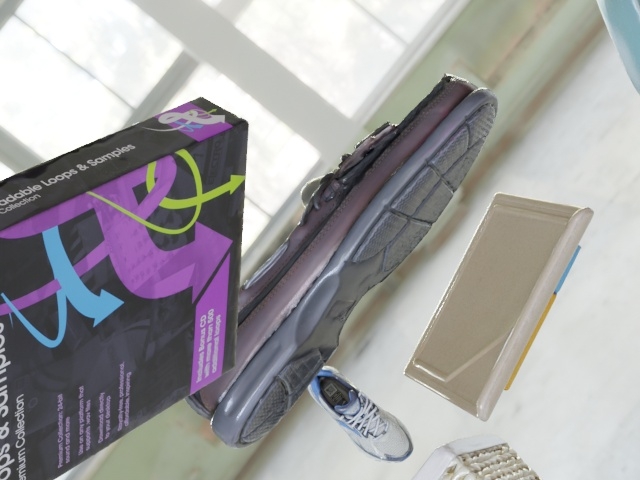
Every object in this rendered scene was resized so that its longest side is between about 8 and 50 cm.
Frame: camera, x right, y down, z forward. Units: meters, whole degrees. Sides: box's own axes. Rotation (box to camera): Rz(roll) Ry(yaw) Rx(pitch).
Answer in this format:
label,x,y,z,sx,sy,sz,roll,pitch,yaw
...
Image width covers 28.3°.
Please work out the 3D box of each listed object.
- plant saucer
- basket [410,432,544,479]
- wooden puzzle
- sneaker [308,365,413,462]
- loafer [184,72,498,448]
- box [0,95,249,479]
label,x,y,z,sx,sy,sz,roll,pitch,yaw
plant saucer,0.330,-0.276,1.373,0.043,0.318,0.317,-20,20,22
basket,0.149,0.263,1.224,0.113,0.103,0.167,-54,-25,12
wooden puzzle,0.177,0.061,1.265,0.221,0.044,0.238,-62,14,-2
sneaker,0.037,0.179,1.305,0.052,0.135,0.058,-51,-15,-7
loafer,0.000,0.000,0.876,0.302,0.095,0.109,-53,-20,3
box,-0.090,0.029,0.439,0.162,0.029,0.116,-29,-44,-41
